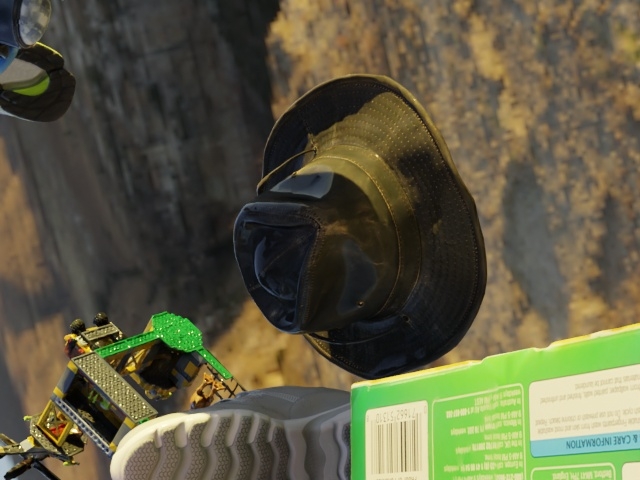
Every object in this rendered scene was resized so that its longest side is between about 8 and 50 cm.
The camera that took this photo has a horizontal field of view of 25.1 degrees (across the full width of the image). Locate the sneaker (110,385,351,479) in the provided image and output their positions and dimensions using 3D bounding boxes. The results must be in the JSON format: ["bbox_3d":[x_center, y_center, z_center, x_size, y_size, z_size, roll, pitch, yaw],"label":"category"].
[{"bbox_3d":[-0.056,0.175,1.171,0.115,0.281,0.105,14,99,49],"label":"sneaker"}]

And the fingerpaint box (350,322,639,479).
[{"bbox_3d":[0.276,0.155,0.904,0.445,0.371,0.163,157,115,-63],"label":"fingerpaint box"}]

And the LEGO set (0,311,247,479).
[{"bbox_3d":[-0.160,0.247,1.477,0.331,0.255,0.192,38,117,12],"label":"LEGO set"}]

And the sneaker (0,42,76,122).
[{"bbox_3d":[-0.441,-0.211,1.669,0.121,0.300,0.111,-4,63,64],"label":"sneaker"}]

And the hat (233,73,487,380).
[{"bbox_3d":[0.000,0.000,1.398,0.331,0.134,0.331,20,116,47],"label":"hat"}]

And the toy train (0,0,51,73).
[{"bbox_3d":[-0.190,-0.132,0.595,0.080,0.184,0.105,34,-111,-74],"label":"toy train"}]
